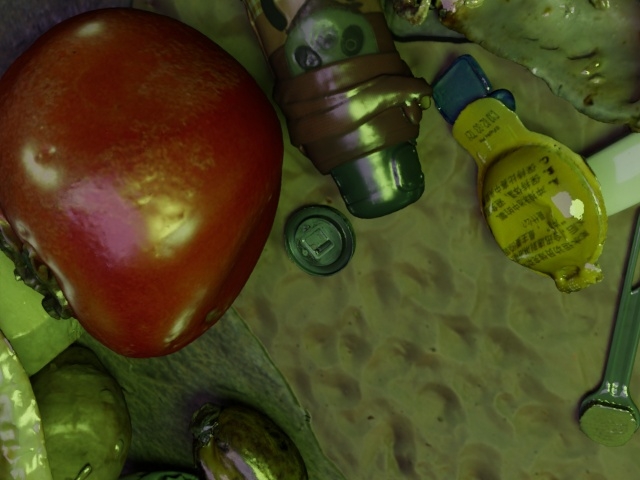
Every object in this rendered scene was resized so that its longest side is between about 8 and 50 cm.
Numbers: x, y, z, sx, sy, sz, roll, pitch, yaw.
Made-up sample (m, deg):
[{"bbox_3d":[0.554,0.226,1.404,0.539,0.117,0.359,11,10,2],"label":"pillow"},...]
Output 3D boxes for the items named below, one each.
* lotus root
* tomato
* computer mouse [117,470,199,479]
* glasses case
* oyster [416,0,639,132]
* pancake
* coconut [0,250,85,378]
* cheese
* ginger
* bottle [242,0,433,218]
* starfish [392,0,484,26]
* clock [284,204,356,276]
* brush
[{"bbox_3d":[-0.081,0.287,0.923,0.120,0.120,0.209,-38,93,27],"label":"lotus root"},{"bbox_3d":[-0.181,-0.056,0.735,0.293,0.290,0.325,37,156,15],"label":"tomato"},{"bbox_3d":[-0.130,0.415,0.980,0.388,0.115,0.200,25,123,12],"label":"computer mouse"},{"bbox_3d":[0.309,-0.079,0.684,0.164,0.041,0.063,-33,94,28],"label":"glasses case"},{"bbox_3d":[0.222,-0.238,0.598,0.361,0.096,0.221,44,146,33],"label":"oyster"},{"bbox_3d":[-0.420,0.195,0.806,0.386,0.082,0.387,14,120,26],"label":"pancake"},{"bbox_3d":[-0.405,0.062,0.915,0.241,0.241,0.241,7,110,19],"label":"coconut"},{"bbox_3d":[0.190,-0.064,0.711,0.250,0.064,0.156,59,150,5],"label":"cheese"},{"bbox_3d":[-0.361,0.286,0.986,0.304,0.155,0.245,-51,43,40],"label":"ginger"},{"bbox_3d":[0.029,-0.156,0.714,0.156,0.143,0.271,-14,101,51],"label":"bottle"},{"bbox_3d":[0.088,-0.283,0.671,0.210,0.053,0.150,57,156,28],"label":"starfish"},{"bbox_3d":[0.000,0.000,0.845,0.085,0.017,0.085,7,110,19],"label":"clock"},{"bbox_3d":[0.311,0.092,0.750,0.062,0.027,0.266,10,110,19],"label":"brush"}]
